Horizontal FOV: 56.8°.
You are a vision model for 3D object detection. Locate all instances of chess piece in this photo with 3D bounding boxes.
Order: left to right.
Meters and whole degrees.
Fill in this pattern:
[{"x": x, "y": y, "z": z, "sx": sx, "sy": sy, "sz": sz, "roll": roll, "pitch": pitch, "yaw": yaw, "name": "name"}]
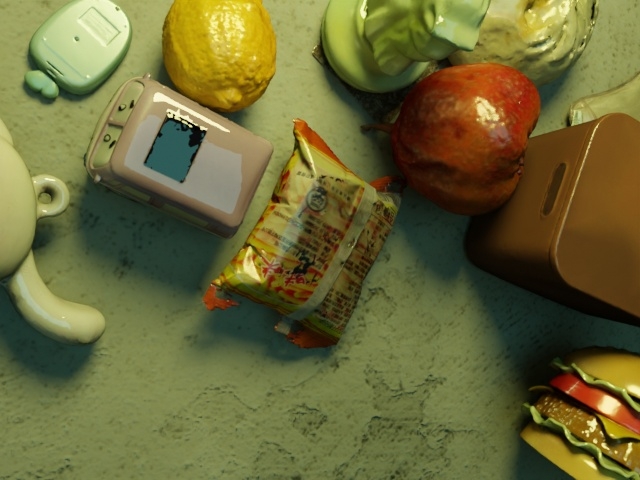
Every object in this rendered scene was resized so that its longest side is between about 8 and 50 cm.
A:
[{"x": 0.121, "y": -0.292, "z": 0.740, "sx": 0.176, "sy": 0.298, "sz": 0.175, "roll": -1, "pitch": 94, "yaw": -18, "name": "chess piece"}]

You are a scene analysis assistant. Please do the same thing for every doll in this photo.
[{"x": -0.455, "y": -0.005, "z": 0.626, "sx": 0.366, "sy": 0.187, "sz": 0.376, "roll": -23, "pitch": 88, "yaw": -28, "name": "doll"}]

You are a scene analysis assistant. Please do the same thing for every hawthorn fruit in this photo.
[{"x": 0.173, "y": -0.151, "z": 0.837, "sx": 0.243, "sy": 0.207, "sz": 0.207, "roll": 15, "pitch": 86, "yaw": 20, "name": "hawthorn fruit"}]

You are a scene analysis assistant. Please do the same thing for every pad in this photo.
[{"x": 0.114, "y": -0.306, "z": 0.896, "sx": 0.158, "sy": 0.003, "sz": 0.235, "roll": 43, "pitch": 78, "yaw": -16, "name": "pad"}]

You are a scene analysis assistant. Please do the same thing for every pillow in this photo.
[{"x": 0.527, "y": -0.213, "z": 1.029, "sx": 0.233, "sy": 0.038, "sz": 0.130, "roll": -27, "pitch": 98, "yaw": -18, "name": "pillow"}]

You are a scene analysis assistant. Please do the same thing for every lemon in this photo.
[{"x": -0.126, "y": -0.247, "z": 0.739, "sx": 0.142, "sy": 0.142, "sz": 0.187, "roll": 4, "pitch": 71, "yaw": -20, "name": "lemon"}]

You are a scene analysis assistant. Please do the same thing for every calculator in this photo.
[{"x": -0.302, "y": -0.240, "z": 0.740, "sx": 0.095, "sy": 0.021, "sz": 0.153, "roll": 43, "pitch": 75, "yaw": -16, "name": "calculator"}]

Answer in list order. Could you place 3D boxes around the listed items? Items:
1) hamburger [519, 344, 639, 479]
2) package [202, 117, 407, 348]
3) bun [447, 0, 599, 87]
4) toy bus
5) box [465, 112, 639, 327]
[{"x": 0.459, "y": 0.276, "z": 0.901, "sx": 0.274, "sy": 0.274, "sz": 0.212, "roll": 33, "pitch": 88, "yaw": -18, "name": "hamburger"}, {"x": -0.006, "y": -0.002, "z": 0.800, "sx": 0.223, "sy": 0.108, "sz": 0.288, "roll": 28, "pitch": 80, "yaw": -32, "name": "package"}, {"x": 0.299, "y": -0.366, "z": 0.883, "sx": 0.287, "sy": 0.146, "sz": 0.287, "roll": -1, "pitch": 92, "yaw": -21, "name": "bun"}, {"x": -0.173, "y": -0.100, "z": 0.727, "sx": 0.203, "sy": 0.142, "sz": 0.142, "roll": 25, "pitch": 84, "yaw": -18, "name": "toy bus"}, {"x": 0.429, "y": -0.010, "z": 0.900, "sx": 0.339, "sy": 0.229, "sz": 0.239, "roll": 22, "pitch": 84, "yaw": -19, "name": "box"}]
